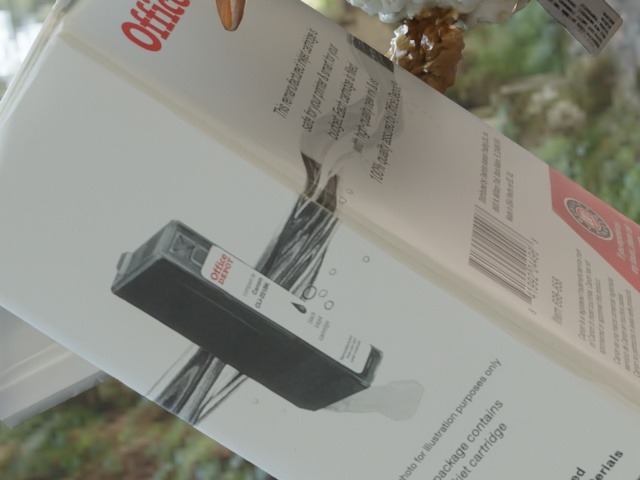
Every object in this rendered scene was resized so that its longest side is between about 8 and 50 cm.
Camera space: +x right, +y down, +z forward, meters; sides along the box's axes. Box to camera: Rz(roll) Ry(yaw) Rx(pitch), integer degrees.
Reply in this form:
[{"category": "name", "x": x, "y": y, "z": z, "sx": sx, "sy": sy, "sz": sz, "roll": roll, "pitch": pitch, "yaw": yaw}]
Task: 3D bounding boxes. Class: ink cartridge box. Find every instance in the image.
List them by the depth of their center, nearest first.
[{"category": "ink cartridge box", "x": 0.000, "y": 0.000, "z": 0.788, "sx": 0.114, "sy": 0.273, "sz": 0.197, "roll": -53, "pitch": 8, "yaw": 21}]

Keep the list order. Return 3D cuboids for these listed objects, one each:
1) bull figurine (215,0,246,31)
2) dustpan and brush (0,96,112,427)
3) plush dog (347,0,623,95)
[{"category": "bull figurine", "x": 0.027, "y": -0.194, "z": 0.743, "sx": 0.188, "sy": 0.310, "sz": 0.101, "roll": 47, "pitch": 147, "yaw": 33}, {"category": "dustpan and brush", "x": -0.145, "y": -0.028, "z": 0.963, "sx": 0.211, "sy": 0.147, "sz": 0.060, "roll": 63, "pitch": 176, "yaw": -1}, {"category": "plush dog", "x": 0.036, "y": -0.201, "z": 0.971, "sx": 0.225, "sy": 0.262, "sz": 0.211, "roll": -118, "pitch": 32, "yaw": -53}]
